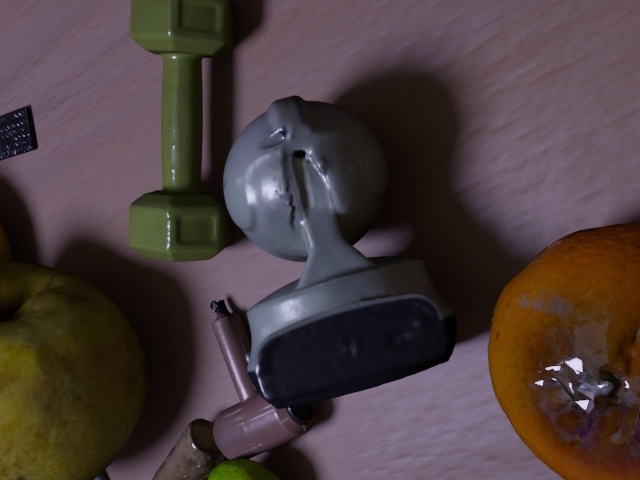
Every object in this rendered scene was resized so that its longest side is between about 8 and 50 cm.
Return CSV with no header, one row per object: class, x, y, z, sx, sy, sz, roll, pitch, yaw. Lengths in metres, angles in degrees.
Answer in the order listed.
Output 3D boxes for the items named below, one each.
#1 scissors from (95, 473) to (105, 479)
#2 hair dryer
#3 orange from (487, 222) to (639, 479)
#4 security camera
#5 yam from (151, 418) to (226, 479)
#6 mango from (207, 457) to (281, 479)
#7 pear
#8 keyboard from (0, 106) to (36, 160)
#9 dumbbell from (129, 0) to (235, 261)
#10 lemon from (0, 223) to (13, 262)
scissors,-0.343,0.513,1.113,0.256,0.029,0.383,-24,81,32
hair dryer,-0.083,0.147,0.891,0.117,0.064,0.181,-32,73,31
orange,0.241,0.095,0.608,0.224,0.170,0.224,6,100,33
security camera,0.000,0.000,0.738,0.197,0.191,0.277,-17,85,2
yam,-0.202,0.336,0.981,0.066,0.066,0.299,45,117,21
mango,-0.089,0.318,0.881,0.117,0.089,0.163,29,125,3
pear,-0.365,0.185,0.941,0.304,0.304,0.303,4,98,32
keyboard,-0.483,-0.141,1.138,0.204,0.013,0.061,-9,91,33
dumbbell,-0.153,-0.128,0.872,0.108,0.121,0.301,15,106,61
lemon,-0.518,0.028,1.078,0.187,0.187,0.244,-30,67,32
